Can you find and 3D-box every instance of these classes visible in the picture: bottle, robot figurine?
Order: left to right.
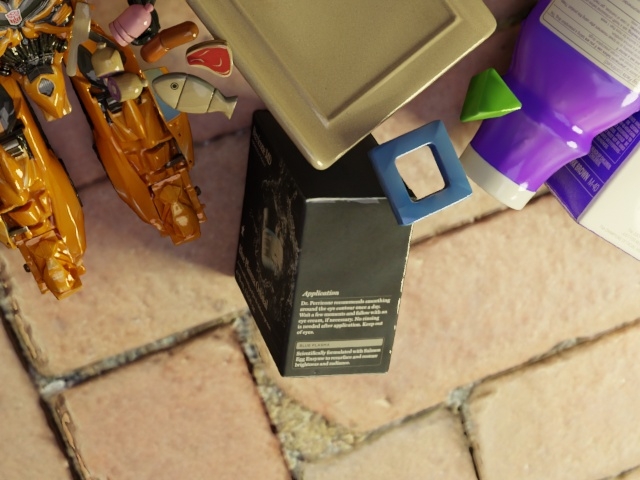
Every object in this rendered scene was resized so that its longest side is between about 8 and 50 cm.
[{"bbox_3d":[-0.196,-0.107,1.354,0.211,0.085,0.291,-25,124,-5],"label":"robot figurine"},{"bbox_3d":[0.218,-0.153,1.459,0.118,0.092,0.283,37,104,4],"label":"bottle"}]

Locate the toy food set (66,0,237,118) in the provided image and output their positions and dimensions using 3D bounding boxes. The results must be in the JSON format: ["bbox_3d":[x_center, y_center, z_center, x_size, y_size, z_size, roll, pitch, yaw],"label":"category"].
[{"bbox_3d":[-0.114,-0.127,1.287,0.122,0.019,0.078,10,116,-6],"label":"toy food set"}]

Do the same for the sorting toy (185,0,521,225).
[{"bbox_3d":[0.008,-0.175,1.356,0.196,0.047,0.347,-40,98,-20],"label":"sorting toy"}]

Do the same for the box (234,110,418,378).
[{"bbox_3d":[0.000,0.000,1.443,0.093,0.156,0.158,-1,119,-18],"label":"box"}]

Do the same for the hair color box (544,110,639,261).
[{"bbox_3d":[0.358,-0.128,1.526,0.185,0.110,0.339,30,107,-30],"label":"hair color box"}]
